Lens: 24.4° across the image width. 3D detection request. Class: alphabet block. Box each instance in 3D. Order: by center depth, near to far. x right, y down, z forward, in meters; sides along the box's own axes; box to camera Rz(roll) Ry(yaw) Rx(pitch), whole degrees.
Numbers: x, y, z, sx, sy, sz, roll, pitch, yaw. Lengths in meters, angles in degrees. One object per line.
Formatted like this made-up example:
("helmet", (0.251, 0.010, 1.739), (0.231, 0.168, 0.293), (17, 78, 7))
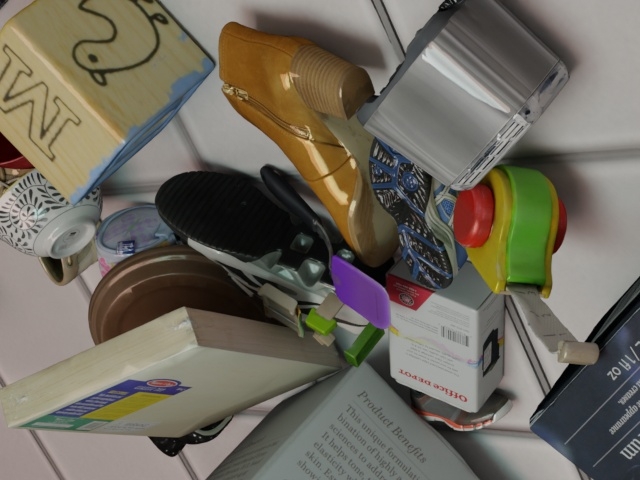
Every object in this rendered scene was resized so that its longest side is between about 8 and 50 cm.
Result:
("alphabet block", (-0.284, -0.197, 1.816), (0.197, 0.192, 0.193), (46, 141, -4))

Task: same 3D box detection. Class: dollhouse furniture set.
("dollhouse furniture set", (-0.001, 0.089, 1.804), (0.151, 0.058, 0.076), (30, 160, 23))

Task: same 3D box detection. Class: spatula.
("spatula", (0.000, 0.000, 1.778), (0.296, 0.030, 0.084), (53, 160, 41))

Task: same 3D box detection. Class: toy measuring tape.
("toy measuring tape", (0.216, 0.003, 1.518), (0.330, 0.121, 0.121), (-118, 6, -61))

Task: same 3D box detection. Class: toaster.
("toaster", (0.150, -0.157, 1.507), (0.146, 0.129, 0.227), (40, 140, 0))

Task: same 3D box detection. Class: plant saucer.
("plant saucer", (-0.182, 0.125, 2.027), (0.277, 0.041, 0.278), (1, 128, 1))

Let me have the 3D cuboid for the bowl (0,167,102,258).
("bowl", (-0.356, -0.029, 2.006), (0.080, 0.170, 0.170), (52, 146, 22))

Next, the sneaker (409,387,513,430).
("sneaker", (0.169, 0.197, 1.876), (0.158, 0.061, 0.065), (-1, 117, 42))

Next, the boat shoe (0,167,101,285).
("boat shoe", (-0.407, -0.075, 2.114), (0.109, 0.098, 0.302), (4, 128, 40))

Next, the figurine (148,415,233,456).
("figurine", (-0.259, 0.238, 2.289), (0.215, 0.092, 0.209), (48, 147, -3))

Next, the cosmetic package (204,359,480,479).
("cosmetic package", (-0.011, 0.428, 1.944), (0.329, 0.393, 0.327), (47, 152, -3))

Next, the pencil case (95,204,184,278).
("pencil case", (-0.232, 0.080, 2.090), (0.124, 0.113, 0.273), (-5, 127, 6))

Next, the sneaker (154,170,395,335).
("sneaker", (-0.068, 0.030, 1.880), (0.330, 0.122, 0.146), (27, 144, 15))

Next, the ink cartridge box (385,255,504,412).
("ink cartridge box", (0.151, 0.107, 1.792), (0.127, 0.072, 0.175), (21, 137, 27))

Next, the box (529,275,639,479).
("box", (0.461, 0.177, 1.461), (0.395, 0.212, 0.293), (38, 141, 8))

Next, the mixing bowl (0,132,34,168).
("mixing bowl", (-0.390, -0.165, 1.983), (0.181, 0.181, 0.098), (19, 168, 29))

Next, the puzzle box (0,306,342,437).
("puzzle box", (-0.173, 0.173, 1.854), (0.272, 0.409, 0.052), (-24, 73, 19))

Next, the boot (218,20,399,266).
("boot", (-0.012, -0.117, 1.731), (0.211, 0.104, 0.295), (24, 142, 39))

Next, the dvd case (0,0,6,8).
("dvd case", (-0.468, -0.410, 1.924), (0.221, 0.018, 0.164), (51, 143, -9))

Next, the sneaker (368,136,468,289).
("sneaker", (0.117, -0.053, 1.671), (0.080, 0.081, 0.211), (5, 122, 39))
